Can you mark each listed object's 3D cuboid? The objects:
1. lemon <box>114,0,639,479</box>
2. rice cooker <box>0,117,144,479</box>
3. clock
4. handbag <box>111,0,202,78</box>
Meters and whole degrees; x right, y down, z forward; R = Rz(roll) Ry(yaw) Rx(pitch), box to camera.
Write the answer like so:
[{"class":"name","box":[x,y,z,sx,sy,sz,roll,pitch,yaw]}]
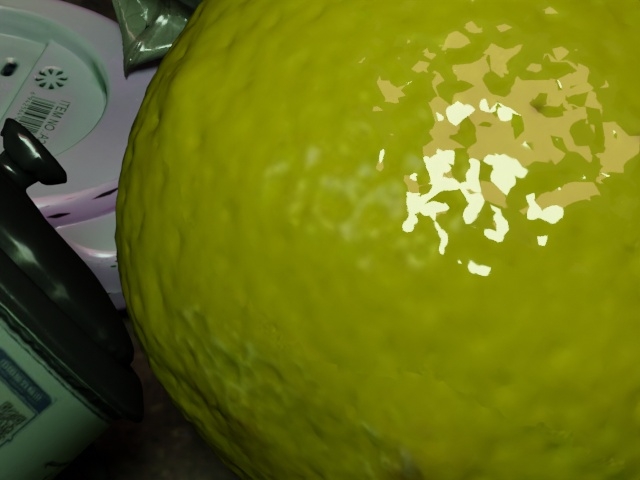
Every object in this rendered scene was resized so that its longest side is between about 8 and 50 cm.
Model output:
[{"class":"lemon","box":[0.070,0.000,0.642,0.336,0.336,0.336,2,47,-2]},{"class":"rice cooker","box":[-0.207,0.034,0.617,0.227,0.280,0.241,-43,29,-7]},{"class":"clock","box":[-0.193,-0.061,0.833,0.248,0.090,0.227,14,48,7]},{"class":"handbag","box":[-0.068,-0.209,0.743,0.117,0.270,0.182,25,70,5]}]
